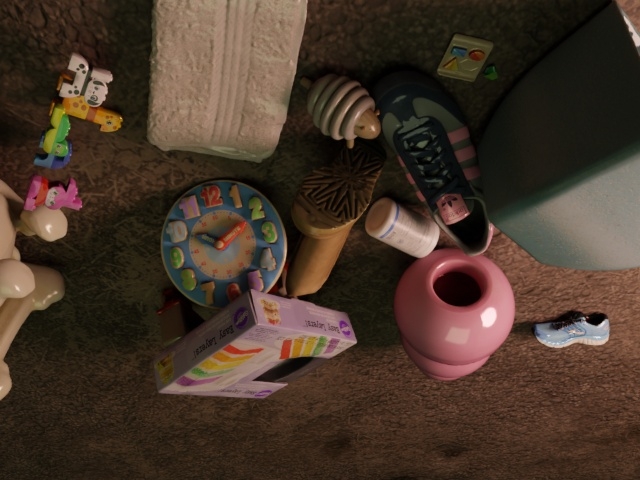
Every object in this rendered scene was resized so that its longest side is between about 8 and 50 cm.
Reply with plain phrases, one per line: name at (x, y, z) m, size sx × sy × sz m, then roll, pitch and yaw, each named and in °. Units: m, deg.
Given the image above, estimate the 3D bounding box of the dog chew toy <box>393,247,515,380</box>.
dog chew toy at (0.235, 0.158, 1.186) m, size 0.207 × 0.206 × 0.332 m, roll -4°, pitch 147°, yaw 2°

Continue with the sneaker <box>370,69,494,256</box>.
sneaker at (0.177, -0.101, 0.925) m, size 0.112 × 0.131 × 0.319 m, roll -24°, pitch 134°, yaw 24°

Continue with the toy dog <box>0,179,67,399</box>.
toy dog at (-0.567, -0.016, 0.932) m, size 0.395 × 0.284 × 0.408 m, roll 23°, pitch 136°, yaw 2°

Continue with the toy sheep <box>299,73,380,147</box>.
toy sheep at (0.024, -0.178, 0.862) m, size 0.132 × 0.091 × 0.091 m, roll 33°, pitch 139°, yaw 13°

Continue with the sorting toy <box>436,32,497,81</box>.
sorting toy at (0.204, -0.238, 0.858) m, size 0.083 × 0.012 × 0.062 m, roll 9°, pitch 138°, yaw -12°

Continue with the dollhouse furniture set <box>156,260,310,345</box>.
dollhouse furniture set at (-0.166, 0.103, 1.184) m, size 0.259 × 0.135 × 0.262 m, roll -26°, pitch 135°, yaw 10°

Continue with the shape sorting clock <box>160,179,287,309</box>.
shape sorting clock at (-0.154, 0.007, 1.016) m, size 0.206 × 0.206 × 0.040 m, roll -11°, pitch 176°, yaw 10°

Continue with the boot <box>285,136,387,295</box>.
boot at (0.000, 0.000, 0.975) m, size 0.089 × 0.236 × 0.269 m, roll 35°, pitch 134°, yaw 9°

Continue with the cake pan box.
cake pan box at (-0.105, 0.187, 1.094) m, size 0.246 × 0.070 × 0.267 m, roll -33°, pitch 148°, yaw 26°

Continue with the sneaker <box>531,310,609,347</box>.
sneaker at (0.513, 0.173, 1.326) m, size 0.162 × 0.063 × 0.073 m, roll -4°, pitch 122°, yaw -4°

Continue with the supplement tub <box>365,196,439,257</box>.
supplement tub at (0.134, -0.021, 1.063) m, size 0.107 × 0.071 × 0.071 m, roll 24°, pitch 133°, yaw -28°

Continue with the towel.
towel at (-0.130, -0.218, 0.842) m, size 0.187 × 0.049 × 0.282 m, roll 6°, pitch 138°, yaw -10°

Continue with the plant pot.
plant pot at (0.356, -0.100, 0.860) m, size 0.252 × 0.247 × 0.247 m, roll -30°, pitch 132°, yaw 35°

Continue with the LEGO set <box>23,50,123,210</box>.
LEGO set at (-0.325, -0.146, 0.881) m, size 0.093 × 0.087 × 0.227 m, roll 15°, pitch 118°, yaw -29°
